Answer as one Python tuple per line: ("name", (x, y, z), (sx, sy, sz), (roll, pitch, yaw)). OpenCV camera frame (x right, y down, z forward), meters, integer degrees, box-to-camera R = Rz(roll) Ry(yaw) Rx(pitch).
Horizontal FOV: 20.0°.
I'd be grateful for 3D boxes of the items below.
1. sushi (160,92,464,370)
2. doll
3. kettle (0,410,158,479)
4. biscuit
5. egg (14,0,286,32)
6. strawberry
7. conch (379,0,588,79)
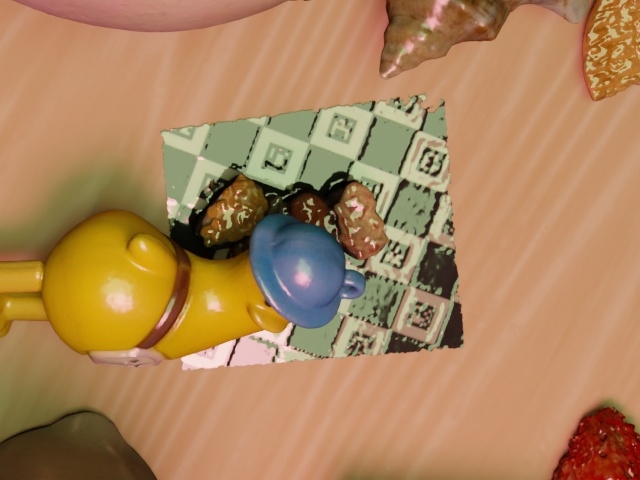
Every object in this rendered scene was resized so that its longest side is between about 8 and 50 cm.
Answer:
("sushi", (0.000, 0.000, 1.779), (0.290, 0.050, 0.264), (-6, 102, -10))
("doll", (-0.138, 0.045, 1.703), (0.363, 0.199, 0.145), (-2, 63, 6))
("kettle", (-0.239, 0.370, 1.637), (0.250, 0.376, 0.361), (11, 98, -12))
("biscuit", (0.356, -0.226, 1.810), (0.224, 0.033, 0.144), (-19, 101, -7))
("egg", (-0.181, -0.337, 1.497), (0.340, 0.354, 0.354), (-15, 104, -26))
("strawberry", (0.300, 0.282, 1.871), (0.140, 0.085, 0.192), (28, 99, -11))
("conch", (0.195, -0.286, 1.706), (0.386, 0.169, 0.203), (-38, 130, 0))
